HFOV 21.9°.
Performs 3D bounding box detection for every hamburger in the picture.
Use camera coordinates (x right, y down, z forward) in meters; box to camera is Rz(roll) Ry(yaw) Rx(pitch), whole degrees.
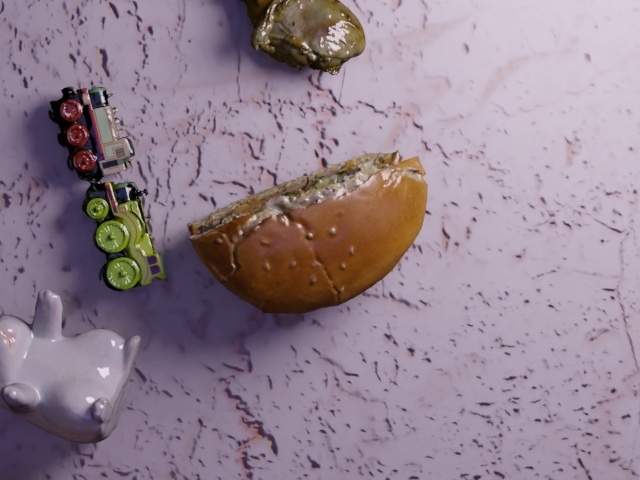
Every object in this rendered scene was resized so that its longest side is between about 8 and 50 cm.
[{"bbox_3d":[0.000,0.000,1.904,0.283,0.144,0.156,-20,94,-6],"label":"hamburger"}]

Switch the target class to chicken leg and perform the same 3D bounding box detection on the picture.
[{"bbox_3d":[-0.053,-0.269,1.916,0.228,0.088,0.103,32,103,-9],"label":"chicken leg"}]

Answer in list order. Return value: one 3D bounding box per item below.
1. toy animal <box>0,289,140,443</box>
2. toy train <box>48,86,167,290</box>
[{"bbox_3d":[-0.348,0.136,1.880,0.282,0.138,0.140,25,55,-9],"label":"toy animal"},{"bbox_3d":[-0.247,-0.062,1.927,0.085,0.053,0.249,-18,94,-12],"label":"toy train"}]
